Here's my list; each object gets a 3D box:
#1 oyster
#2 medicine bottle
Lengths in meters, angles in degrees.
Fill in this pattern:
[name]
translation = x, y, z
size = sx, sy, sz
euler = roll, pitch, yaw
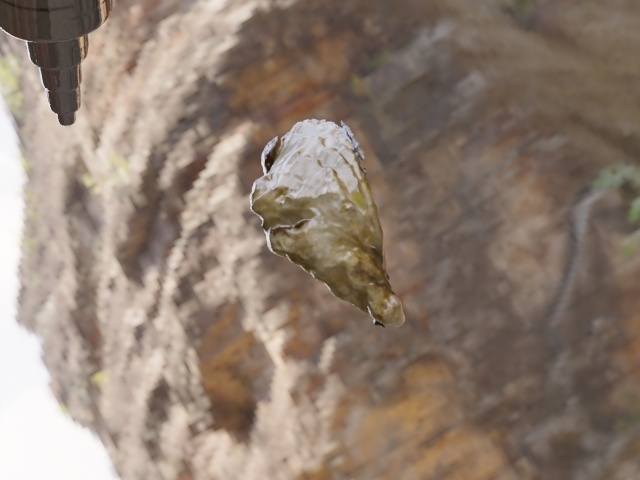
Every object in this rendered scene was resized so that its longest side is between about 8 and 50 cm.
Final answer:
[oyster]
translation = 0.000, 0.000, 0.548
size = 0.038, 0.080, 0.083
euler = -20, -13, -8
[medicine bottle]
translation = -0.124, -0.133, 0.783
size = 0.058, 0.057, 0.199
euler = -22, -44, -24
